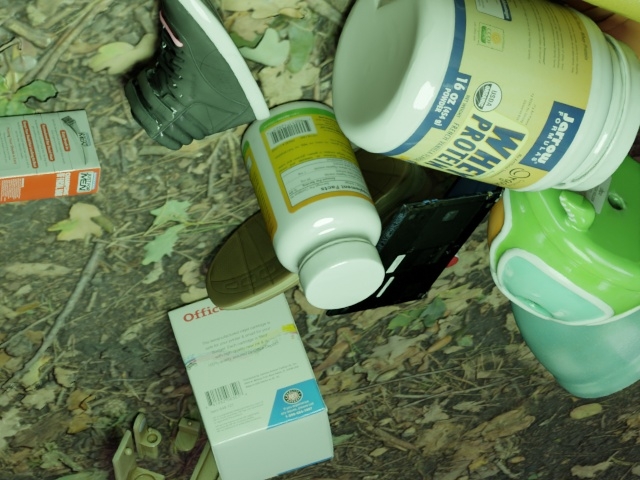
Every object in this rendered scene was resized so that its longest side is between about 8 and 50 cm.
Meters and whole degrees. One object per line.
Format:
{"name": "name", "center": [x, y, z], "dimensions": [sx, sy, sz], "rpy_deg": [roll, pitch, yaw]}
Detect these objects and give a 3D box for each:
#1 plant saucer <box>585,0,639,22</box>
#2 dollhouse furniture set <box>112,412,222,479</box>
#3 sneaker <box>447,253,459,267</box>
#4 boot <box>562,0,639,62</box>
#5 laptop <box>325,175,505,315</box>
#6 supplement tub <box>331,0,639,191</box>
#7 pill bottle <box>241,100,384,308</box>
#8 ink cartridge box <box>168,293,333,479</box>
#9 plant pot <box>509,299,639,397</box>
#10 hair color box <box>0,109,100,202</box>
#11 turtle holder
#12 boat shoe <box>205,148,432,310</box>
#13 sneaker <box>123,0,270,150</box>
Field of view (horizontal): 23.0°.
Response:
{"name": "plant saucer", "center": [0.467, -0.377, 1.796], "dimensions": [0.333, 0.081, 0.332], "rpy_deg": [12, 116, -39]}
{"name": "dollhouse furniture set", "center": [-0.225, 0.337, 2.482], "dimensions": [0.151, 0.144, 0.123], "rpy_deg": [16, 146, 11]}
{"name": "sneaker", "center": [0.159, 0.049, 2.341], "dimensions": [0.118, 0.067, 0.042], "rpy_deg": [-5, 144, -23]}
{"name": "boot", "center": [0.377, -0.268, 1.970], "dimensions": [0.220, 0.109, 0.283], "rpy_deg": [10, 138, -35]}
{"name": "laptop", "center": [0.131, -0.034, 2.102], "dimensions": [0.264, 0.136, 0.234], "rpy_deg": [-9, 146, -37]}
{"name": "supplement tub", "center": [0.198, -0.184, 1.850], "dimensions": [0.316, 0.228, 0.228], "rpy_deg": [13, 135, -27]}
{"name": "pill bottle", "center": [-0.005, -0.042, 1.963], "dimensions": [0.136, 0.245, 0.136], "rpy_deg": [-14, 146, -9]}
{"name": "ink cartridge box", "center": [-0.099, 0.206, 2.280], "dimensions": [0.171, 0.232, 0.168], "rpy_deg": [-17, 149, -5]}
{"name": "plant pot", "center": [0.390, 0.057, 2.320], "dimensions": [0.196, 0.293, 0.293], "rpy_deg": [38, 119, -22]}
{"name": "hair color box", "center": [-0.349, -0.096, 1.843], "dimensions": [0.167, 0.093, 0.053], "rpy_deg": [-7, 145, -18]}
{"name": "turtle holder", "center": [0.370, 0.001, 2.102], "dimensions": [0.320, 0.243, 0.227], "rpy_deg": [12, 139, -27]}
{"name": "boat shoe", "center": [0.000, 0.000, 2.139], "dimensions": [0.341, 0.121, 0.110], "rpy_deg": [-32, 144, 15]}
{"name": "sneaker", "center": [-0.163, -0.195, 1.788], "dimensions": [0.147, 0.104, 0.296], "rpy_deg": [-27, 151, 1]}
